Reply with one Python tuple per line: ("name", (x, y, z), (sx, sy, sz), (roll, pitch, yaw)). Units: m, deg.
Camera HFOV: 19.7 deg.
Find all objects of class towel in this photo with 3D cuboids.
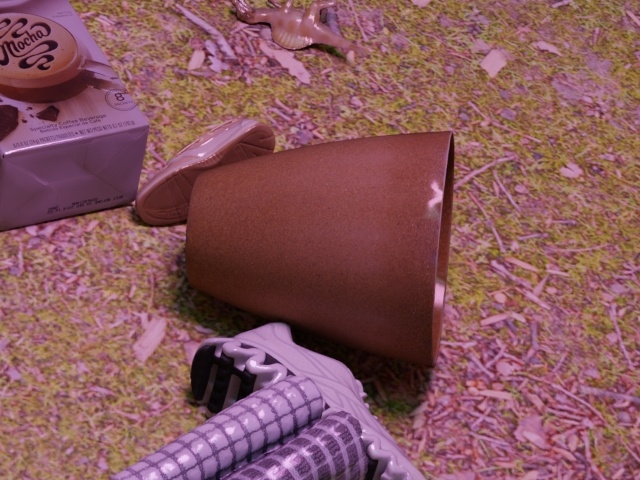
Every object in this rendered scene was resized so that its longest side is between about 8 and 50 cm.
("towel", (-0.093, 0.265, 1.474), (0.121, 0.284, 0.235), (40, 45, 21))

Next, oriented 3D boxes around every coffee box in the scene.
("coffee box", (-0.324, -0.164, 1.960), (0.168, 0.119, 0.297), (-14, 51, -29))

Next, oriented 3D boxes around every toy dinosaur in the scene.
("toy dinosaur", (-0.015, -0.263, 2.231), (0.183, 0.053, 0.092), (20, 57, 14))

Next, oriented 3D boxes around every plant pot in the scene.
("plant pot", (0.000, 0.000, 1.850), (0.254, 0.237, 0.237), (4, 42, 8))

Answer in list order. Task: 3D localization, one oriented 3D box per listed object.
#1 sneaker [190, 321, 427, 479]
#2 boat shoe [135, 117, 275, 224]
("sneaker", (0.015, 0.175, 1.741), (0.292, 0.110, 0.118), (40, 38, 21))
("boat shoe", (-0.129, -0.076, 1.968), (0.170, 0.063, 0.059), (-32, 34, -15))
